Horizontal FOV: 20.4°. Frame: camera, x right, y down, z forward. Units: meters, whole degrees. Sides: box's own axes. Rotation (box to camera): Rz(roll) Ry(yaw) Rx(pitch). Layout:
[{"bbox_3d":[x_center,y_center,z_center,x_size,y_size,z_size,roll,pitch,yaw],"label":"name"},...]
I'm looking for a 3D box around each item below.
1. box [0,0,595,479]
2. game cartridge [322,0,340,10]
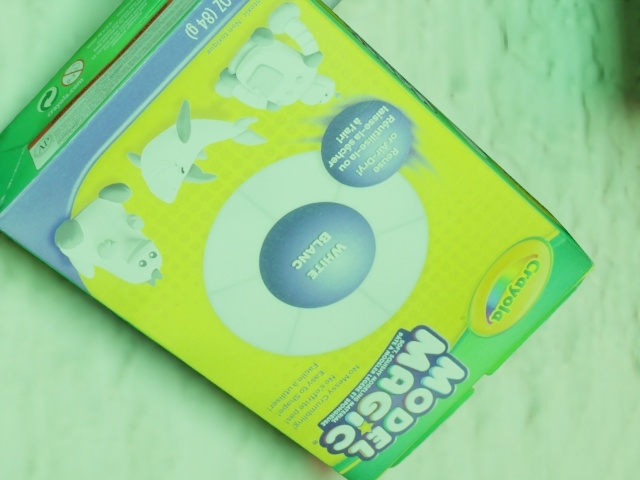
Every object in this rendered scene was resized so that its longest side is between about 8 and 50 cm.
[{"bbox_3d":[0.000,0.000,0.524,0.105,0.043,0.179,-46,124,9],"label":"box"},{"bbox_3d":[-0.054,-0.237,0.447,0.230,0.068,0.355,-49,120,-2],"label":"game cartridge"}]
